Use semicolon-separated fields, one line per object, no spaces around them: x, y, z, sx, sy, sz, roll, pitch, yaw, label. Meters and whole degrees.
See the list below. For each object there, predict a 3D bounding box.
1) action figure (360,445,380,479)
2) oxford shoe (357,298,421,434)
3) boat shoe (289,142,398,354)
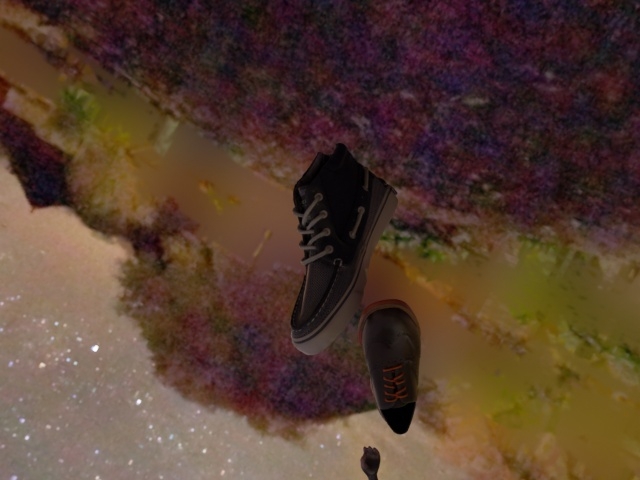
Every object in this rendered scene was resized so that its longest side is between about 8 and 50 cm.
0.127;0.526;0.982;0.370;0.248;0.276;-9;107;37;action figure
0.117;0.197;0.920;0.098;0.097;0.271;-99;-5;-47;oxford shoe
0.000;0.000;0.947;0.158;0.340;0.127;43;141;-24;boat shoe
